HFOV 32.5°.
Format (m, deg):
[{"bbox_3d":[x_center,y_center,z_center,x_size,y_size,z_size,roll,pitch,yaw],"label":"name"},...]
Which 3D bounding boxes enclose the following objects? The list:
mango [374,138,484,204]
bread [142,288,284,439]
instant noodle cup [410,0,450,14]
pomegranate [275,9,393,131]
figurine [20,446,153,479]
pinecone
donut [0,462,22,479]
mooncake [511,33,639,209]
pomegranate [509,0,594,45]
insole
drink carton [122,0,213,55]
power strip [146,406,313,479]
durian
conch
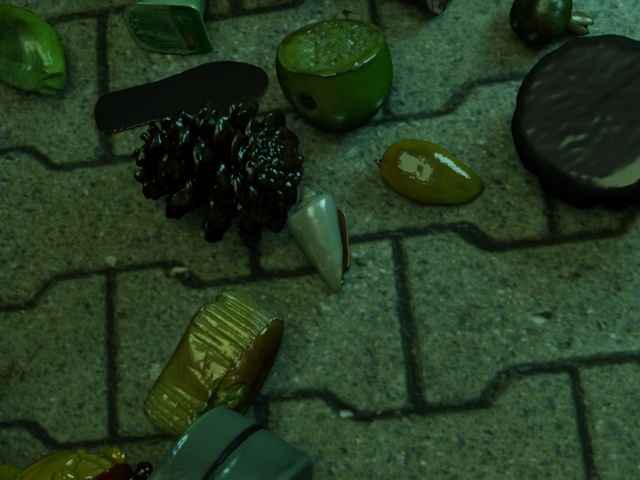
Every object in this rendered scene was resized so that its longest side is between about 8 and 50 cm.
[{"bbox_3d":[0.178,-0.110,1.814,0.187,0.066,0.101,22,79,6],"label":"mango"},{"bbox_3d":[-0.159,0.205,1.717,0.133,0.179,0.250,32,81,12],"label":"bread"},{"bbox_3d":[0.158,-0.468,1.897,0.136,0.127,0.127,23,79,25],"label":"instant noodle cup"},{"bbox_3d":[0.022,-0.280,1.849,0.190,0.159,0.241,-19,44,-5],"label":"pomegranate"},{"bbox_3d":[-0.366,0.445,1.604,0.196,0.320,0.323,19,98,13],"label":"figurine"},{"bbox_3d":[-0.165,-0.113,1.797,0.309,0.244,0.244,9,75,28],"label":"pinecone"},{"bbox_3d":[-0.605,0.295,1.670,0.163,0.377,0.435,-21,77,3],"label":"donut"},{"bbox_3d":[0.450,-0.183,1.747,0.283,0.141,0.283,-6,72,18],"label":"mooncake"},{"bbox_3d":[0.387,-0.376,1.839,0.142,0.114,0.114,15,75,-13],"label":"pomegranate"},{"bbox_3d":[-0.249,-0.255,1.955,0.322,0.007,0.109,-13,70,6],"label":"insole"},{"bbox_3d":[-0.260,-0.428,1.945,0.144,0.146,0.142,3,66,10],"label":"drink carton"},{"bbox_3d":[-0.160,0.411,1.560,0.161,0.357,0.357,29,80,14],"label":"power strip"},{"bbox_3d":[-0.554,-0.354,1.986,0.250,0.101,0.139,36,83,17],"label":"durian"},{"bbox_3d":[0.010,-0.006,1.790,0.094,0.104,0.176,-35,80,1],"label":"conch"}]
